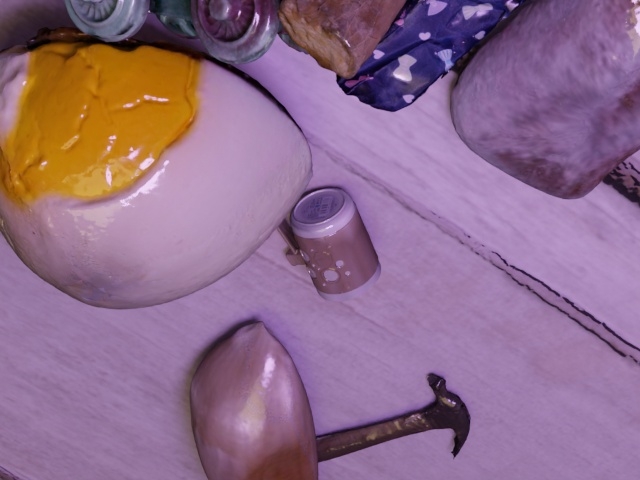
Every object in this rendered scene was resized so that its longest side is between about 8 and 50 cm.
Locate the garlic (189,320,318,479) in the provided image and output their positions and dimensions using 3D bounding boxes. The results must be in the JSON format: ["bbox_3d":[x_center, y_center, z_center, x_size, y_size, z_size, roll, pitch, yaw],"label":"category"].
[{"bbox_3d":[-0.077,0.231,1.724,0.143,0.112,0.318,-1,133,11],"label":"garlic"}]

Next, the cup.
[{"bbox_3d":[0.007,-0.004,1.543,0.074,0.102,0.099,-33,127,-15],"label":"cup"}]

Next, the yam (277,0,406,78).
[{"bbox_3d":[0.090,-0.278,1.130,0.081,0.356,0.081,31,162,11],"label":"yam"}]

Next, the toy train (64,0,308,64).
[{"bbox_3d":[-0.090,-0.265,1.227,0.304,0.150,0.221,13,107,33],"label":"toy train"}]

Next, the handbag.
[{"bbox_3d":[0.091,-0.236,1.262,0.113,0.162,0.260,24,132,-31],"label":"handbag"}]

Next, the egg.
[{"bbox_3d":[-0.189,-0.037,1.401,0.337,0.201,0.337,12,153,6],"label":"egg"}]

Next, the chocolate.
[{"bbox_3d":[0.248,-0.139,1.345,0.185,0.100,0.303,24,142,-19],"label":"chocolate"}]

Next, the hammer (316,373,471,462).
[{"bbox_3d":[0.036,0.235,1.766,0.297,0.027,0.125,-18,122,22],"label":"hammer"}]
